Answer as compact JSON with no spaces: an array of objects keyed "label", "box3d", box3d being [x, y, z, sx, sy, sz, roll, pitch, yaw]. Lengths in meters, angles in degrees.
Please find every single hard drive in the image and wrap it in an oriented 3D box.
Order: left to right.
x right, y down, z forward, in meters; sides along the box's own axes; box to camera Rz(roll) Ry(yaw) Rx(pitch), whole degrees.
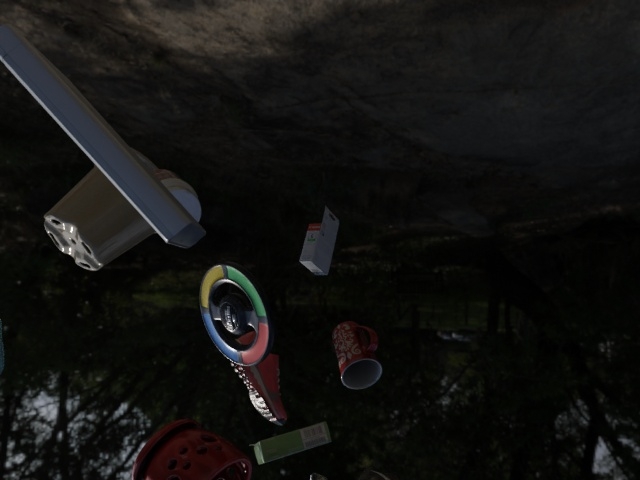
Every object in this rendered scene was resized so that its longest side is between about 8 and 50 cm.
[{"label":"hard drive","box3d":[-0.319,-0.136,0.799,0.047,0.353,0.233,-42,-178,-7]}]

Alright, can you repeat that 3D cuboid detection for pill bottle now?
[{"label":"pill bottle","box3d":[-0.350,-0.090,1.202,0.121,0.121,0.221,3,-166,-27]}]

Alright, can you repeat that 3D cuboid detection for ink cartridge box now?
[{"label":"ink cartridge box","box3d":[-0.084,0.515,1.322,0.171,0.056,0.235,-11,159,-18]},{"label":"ink cartridge box","box3d":[0.000,0.000,0.963,0.029,0.115,0.063,-2,152,30]}]

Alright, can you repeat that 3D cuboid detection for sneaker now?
[{"label":"sneaker","box3d":[-0.169,0.427,1.640,0.136,0.314,0.116,-29,179,-30]},{"label":"sneaker","box3d":[0.218,0.722,1.443,0.276,0.098,0.135,28,-154,6]}]

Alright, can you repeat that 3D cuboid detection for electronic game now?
[{"label":"electronic game","box3d":[-0.180,0.156,1.102,0.229,0.229,0.048,-6,-172,42]}]

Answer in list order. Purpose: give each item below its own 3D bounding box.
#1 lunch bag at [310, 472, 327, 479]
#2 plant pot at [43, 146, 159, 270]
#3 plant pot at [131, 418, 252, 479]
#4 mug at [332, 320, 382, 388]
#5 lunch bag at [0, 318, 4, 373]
[{"label":"lunch bag","box3d":[-0.002,0.712,1.482,0.053,0.071,0.083,-9,-149,-39]},{"label":"plant pot","box3d":[-0.669,-0.083,1.639,0.333,0.334,0.305,-7,-146,43]},{"label":"plant pot","box3d":[-0.258,0.463,1.034,0.174,0.191,0.191,29,-170,30]},{"label":"mug","box3d":[0.109,0.306,1.463,0.150,0.169,0.113,-37,122,10]},{"label":"lunch bag","box3d":[-0.578,0.191,0.706,0.262,0.160,0.223,-19,-162,33]}]
